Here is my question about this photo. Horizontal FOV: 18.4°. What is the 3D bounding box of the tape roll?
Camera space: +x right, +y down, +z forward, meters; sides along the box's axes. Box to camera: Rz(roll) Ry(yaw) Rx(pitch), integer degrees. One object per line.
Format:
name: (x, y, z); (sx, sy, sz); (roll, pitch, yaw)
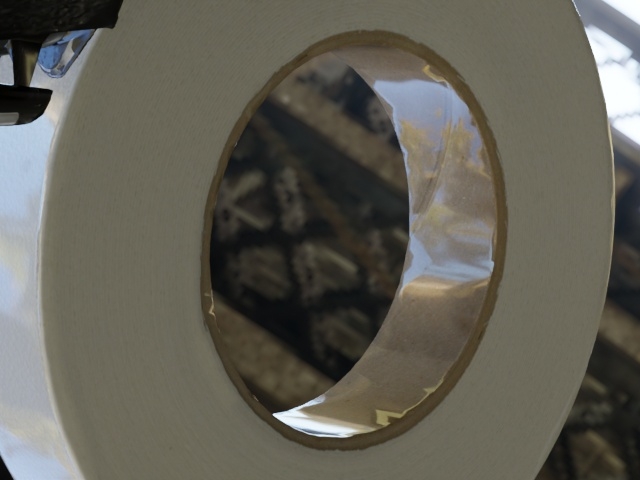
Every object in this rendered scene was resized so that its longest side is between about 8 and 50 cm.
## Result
tape roll: (0.000, 0.000, 0.985); (0.392, 0.392, 0.072); (3, -176, -43)

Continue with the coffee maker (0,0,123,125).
coffee maker: (-0.157, -0.121, 0.647); (0.178, 0.171, 0.120); (-12, -133, -33)
